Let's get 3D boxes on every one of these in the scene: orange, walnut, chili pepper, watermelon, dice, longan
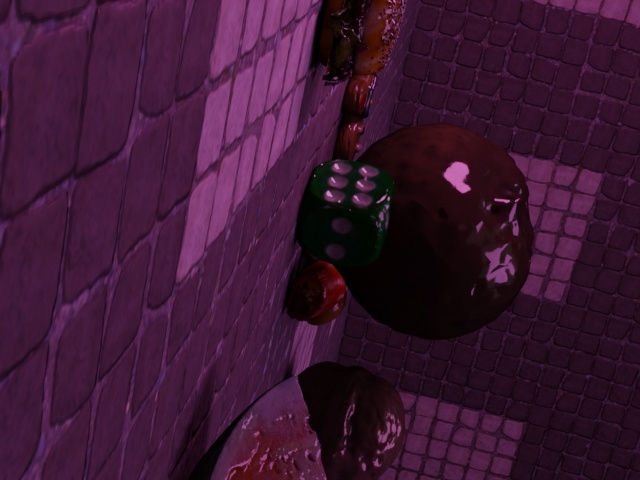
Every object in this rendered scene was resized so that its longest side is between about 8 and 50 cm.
[{"bbox_3d":[0.000,0.103,1.775,0.095,0.085,0.085,-51,167,-18],"label":"orange"},{"bbox_3d":[0.041,0.353,1.968,0.248,0.248,0.248,14,90,-85],"label":"walnut"},{"bbox_3d":[-0.001,0.077,1.668,0.192,0.086,0.084,-26,103,-72],"label":"chili pepper"},{"bbox_3d":[-0.080,0.312,1.046,0.260,0.176,0.256,-41,143,-41],"label":"watermelon"},{"bbox_3d":[0.040,-0.044,1.542,0.128,0.131,0.120,-69,169,-48],"label":"dice"},{"bbox_3d":[0.205,-0.018,1.817,0.391,0.391,0.391,14,90,-85],"label":"longan"}]

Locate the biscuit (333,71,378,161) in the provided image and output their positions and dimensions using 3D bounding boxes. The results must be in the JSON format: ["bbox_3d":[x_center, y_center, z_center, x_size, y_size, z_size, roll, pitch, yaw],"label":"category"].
[{"bbox_3d":[0.076,-0.271,1.810,0.197,0.049,0.301,-34,139,-79],"label":"biscuit"}]

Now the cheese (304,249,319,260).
[{"bbox_3d":[0.000,0.000,1.747,0.192,0.037,0.097,86,19,-76],"label":"cheese"}]

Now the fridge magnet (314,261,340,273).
[{"bbox_3d":[0.013,0.071,1.930,0.143,0.063,0.143,17,90,-85],"label":"fridge magnet"}]

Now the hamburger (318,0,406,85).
[{"bbox_3d":[0.055,-0.275,1.276,0.189,0.093,0.164,-65,169,-56],"label":"hamburger"}]
